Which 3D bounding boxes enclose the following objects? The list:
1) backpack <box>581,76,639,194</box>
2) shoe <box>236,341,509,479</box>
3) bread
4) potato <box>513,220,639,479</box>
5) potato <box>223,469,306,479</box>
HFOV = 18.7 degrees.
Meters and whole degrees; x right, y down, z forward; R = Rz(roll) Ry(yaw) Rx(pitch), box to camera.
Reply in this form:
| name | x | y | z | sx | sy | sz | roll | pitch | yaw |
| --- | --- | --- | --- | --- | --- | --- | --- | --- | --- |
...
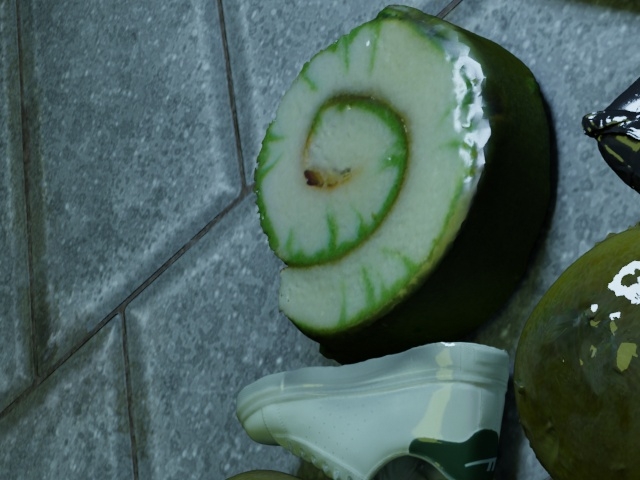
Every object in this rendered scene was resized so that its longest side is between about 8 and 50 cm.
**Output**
| name | x | y | z | sx | sy | sz | roll | pitch | yaw |
| --- | --- | --- | --- | --- | --- | --- | --- | --- | --- |
| backpack | 0.330 | -0.079 | 1.752 | 0.120 | 0.106 | 0.165 | -40 | 57 | 5 |
| shoe | 0.048 | 0.207 | 1.984 | 0.363 | 0.132 | 0.160 | -16 | 66 | 46 |
| bread | 0.078 | -0.051 | 2.056 | 0.366 | 0.129 | 0.381 | 19 | 88 | 51 |
| potato | 0.323 | 0.131 | 1.561 | 0.359 | 0.219 | 0.269 | 29 | 107 | 49 |
| potato | -0.043 | 0.327 | 2.019 | 0.251 | 0.159 | 0.174 | -9 | 90 | 43 |
